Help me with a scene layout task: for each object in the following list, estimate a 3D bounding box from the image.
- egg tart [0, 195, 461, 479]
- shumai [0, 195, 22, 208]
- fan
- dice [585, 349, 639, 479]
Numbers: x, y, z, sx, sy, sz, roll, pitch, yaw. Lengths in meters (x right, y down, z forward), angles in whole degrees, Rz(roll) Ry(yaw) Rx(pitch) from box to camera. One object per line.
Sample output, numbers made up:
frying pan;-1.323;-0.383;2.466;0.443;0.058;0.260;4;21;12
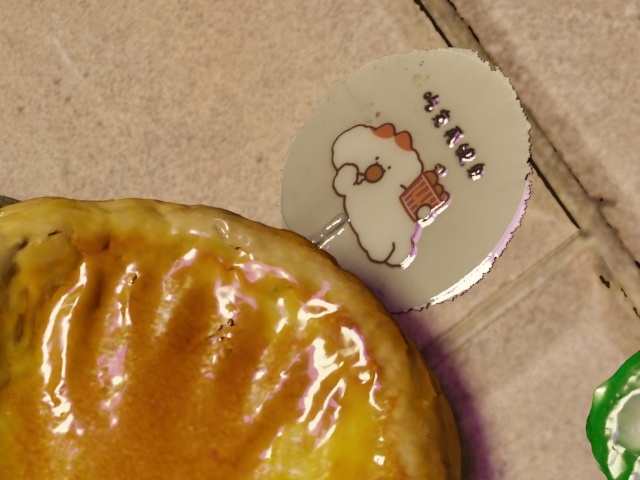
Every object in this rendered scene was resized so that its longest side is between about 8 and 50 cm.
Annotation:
egg tart;-0.112;0.148;1.044;0.388;0.169;0.387;6;57;-9
shumai;-0.377;0.068;1.187;0.398;0.323;0.324;8;74;33
fan;0.000;0.000;1.180;0.329;0.009;0.190;-37;58;13
dice;0.222;0.117;0.934;0.120;0.128;0.131;-40;58;12
